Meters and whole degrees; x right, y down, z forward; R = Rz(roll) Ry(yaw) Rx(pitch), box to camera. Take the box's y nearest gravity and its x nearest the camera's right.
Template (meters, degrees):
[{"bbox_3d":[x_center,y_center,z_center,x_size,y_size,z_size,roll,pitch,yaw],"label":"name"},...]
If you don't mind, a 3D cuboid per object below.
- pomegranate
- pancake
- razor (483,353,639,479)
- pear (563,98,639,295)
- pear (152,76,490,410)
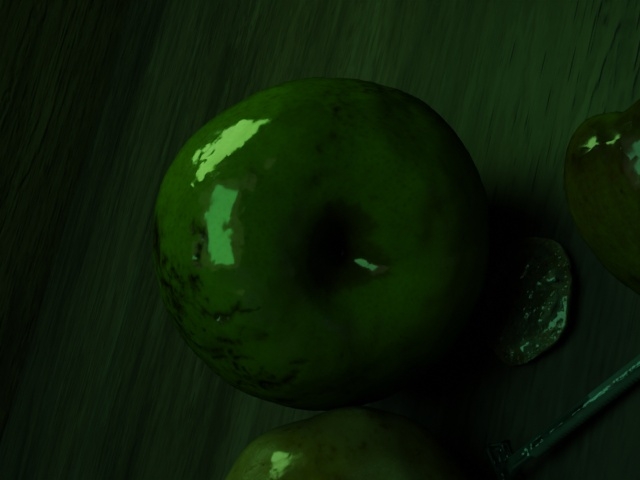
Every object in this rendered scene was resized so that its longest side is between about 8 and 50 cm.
[{"bbox_3d":[0.025,0.311,0.868,0.307,0.307,0.307,-33,47,45],"label":"pomegranate"},{"bbox_3d":[0.212,0.061,0.936,0.139,0.022,0.139,-35,45,45],"label":"pancake"},{"bbox_3d":[0.234,0.165,0.833,0.211,0.036,0.084,-52,38,29],"label":"razor"},{"bbox_3d":[0.294,-0.040,0.708,0.200,0.200,0.200,-33,47,45],"label":"pear"},{"bbox_3d":[0.000,0.000,0.998,0.391,0.391,0.391,-33,47,45],"label":"pear"}]
